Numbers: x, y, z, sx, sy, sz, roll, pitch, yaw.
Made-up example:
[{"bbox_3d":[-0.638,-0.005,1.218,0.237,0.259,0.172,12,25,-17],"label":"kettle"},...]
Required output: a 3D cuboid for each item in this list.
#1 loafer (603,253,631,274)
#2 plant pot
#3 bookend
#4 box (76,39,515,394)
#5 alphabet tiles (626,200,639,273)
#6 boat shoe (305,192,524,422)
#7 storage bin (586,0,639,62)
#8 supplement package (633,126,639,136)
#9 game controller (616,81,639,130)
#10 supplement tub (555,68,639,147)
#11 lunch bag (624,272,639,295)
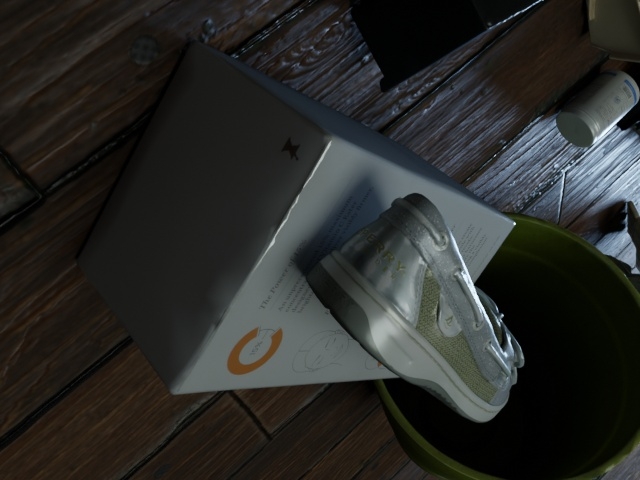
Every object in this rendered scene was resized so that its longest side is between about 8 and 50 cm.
[{"bbox_3d":[0.677,0.083,1.530,0.268,0.102,0.092,37,60,-50],"label":"loafer"},{"bbox_3d":[0.234,0.206,0.957,0.366,0.366,0.353,-35,156,-20],"label":"plant pot"},{"bbox_3d":[0.078,-0.226,0.537,0.072,0.156,0.157,-33,-173,-23],"label":"bookend"},{"bbox_3d":[0.000,0.000,0.605,0.345,0.168,0.215,13,113,-54],"label":"box"},{"bbox_3d":[0.734,0.060,1.440,0.021,0.278,0.284,-20,150,16],"label":"alphabet tiles"},{"bbox_3d":[0.107,0.066,0.539,0.103,0.118,0.320,-47,140,5],"label":"boat shoe"},{"bbox_3d":[0.509,-0.327,0.787,0.262,0.260,0.123,-38,128,-17],"label":"storage bin"},{"bbox_3d":[0.743,-0.215,1.229,0.293,0.177,0.175,12,113,-52],"label":"supplement package"},{"bbox_3d":[0.600,-0.283,0.997,0.166,0.067,0.319,-23,167,-32],"label":"game controller"},{"bbox_3d":[0.412,-0.197,0.966,0.107,0.071,0.071,-41,146,-10],"label":"supplement tub"},{"bbox_3d":[0.643,0.205,1.443,0.256,0.213,0.305,-31,148,11],"label":"lunch bag"}]
